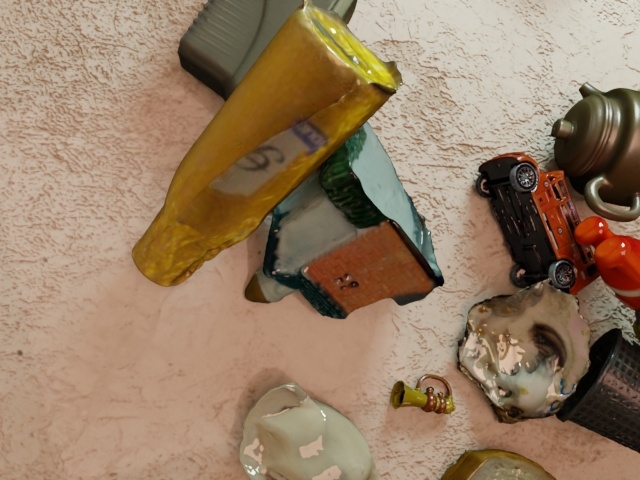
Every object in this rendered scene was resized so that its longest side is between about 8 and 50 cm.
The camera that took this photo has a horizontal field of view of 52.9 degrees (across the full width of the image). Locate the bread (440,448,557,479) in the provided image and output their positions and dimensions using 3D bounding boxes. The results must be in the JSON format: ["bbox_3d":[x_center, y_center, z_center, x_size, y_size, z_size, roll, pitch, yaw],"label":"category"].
[{"bbox_3d":[0.290,0.453,1.046,0.236,0.070,0.236,1,87,-15],"label":"bread"}]

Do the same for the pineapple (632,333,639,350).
[{"bbox_3d":[0.622,0.208,1.127,0.251,0.125,0.125,-14,91,-4],"label":"pineapple"}]

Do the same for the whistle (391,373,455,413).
[{"bbox_3d":[0.170,0.252,1.050,0.109,0.057,0.046,13,129,-21],"label":"whistle"}]

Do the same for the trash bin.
[{"bbox_3d":[0.492,0.251,1.021,0.161,0.175,0.175,31,80,12],"label":"trash bin"}]

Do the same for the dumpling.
[{"bbox_3d":[-0.010,0.325,0.948,0.162,0.132,0.250,-44,97,-15],"label":"dumpling"}]

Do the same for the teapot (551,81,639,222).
[{"bbox_3d":[0.462,-0.149,1.051,0.175,0.185,0.267,14,60,-6],"label":"teapot"}]

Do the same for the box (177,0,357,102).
[{"bbox_3d":[-0.083,-0.304,0.967,0.178,0.138,0.274,33,80,-1],"label":"box"}]

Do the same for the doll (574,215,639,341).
[{"bbox_3d":[0.521,0.101,1.010,0.105,0.199,0.336,-42,111,15],"label":"doll"}]

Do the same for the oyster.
[{"bbox_3d":[0.335,0.178,1.041,0.223,0.083,0.214,-33,88,24],"label":"oyster"}]

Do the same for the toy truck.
[{"bbox_3d":[0.360,-0.032,1.066,0.114,0.107,0.252,-25,96,-22],"label":"toy truck"}]

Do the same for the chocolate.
[{"bbox_3d":[-0.093,-0.092,0.853,0.162,0.162,0.445,41,115,-9],"label":"chocolate"}]

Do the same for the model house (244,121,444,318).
[{"bbox_3d":[0.000,0.000,0.965,0.291,0.184,0.253,-29,120,17],"label":"model house"}]
